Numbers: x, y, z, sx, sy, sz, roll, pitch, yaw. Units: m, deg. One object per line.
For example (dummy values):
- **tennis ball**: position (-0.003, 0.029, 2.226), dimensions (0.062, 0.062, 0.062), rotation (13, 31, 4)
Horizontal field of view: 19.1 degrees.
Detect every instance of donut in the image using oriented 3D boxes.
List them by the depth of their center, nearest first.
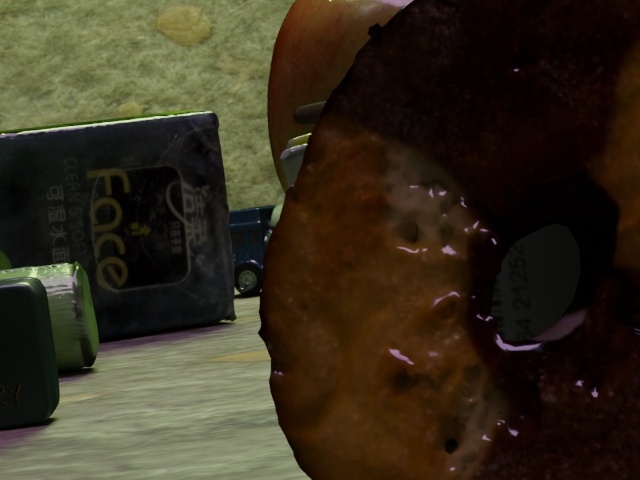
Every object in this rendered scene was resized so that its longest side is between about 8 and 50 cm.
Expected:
- **donut**: position (0.072, 0.007, 0.536), dimensions (0.166, 0.184, 0.073), rotation (17, 0, 22)

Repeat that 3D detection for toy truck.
- **toy truck**: position (0.000, 0.000, 1.763), dimensions (0.202, 0.088, 0.074), rotation (-6, 4, 19)

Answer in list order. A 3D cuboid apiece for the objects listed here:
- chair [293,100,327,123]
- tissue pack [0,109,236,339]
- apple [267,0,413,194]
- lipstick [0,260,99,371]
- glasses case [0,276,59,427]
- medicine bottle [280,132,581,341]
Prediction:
- **chair**: position (0.134, -0.026, 1.119), dimensions (0.188, 0.166, 0.272), rotation (-9, 3, -35)
- **tissue pack**: position (-0.188, -0.005, 1.468), dimensions (0.235, 0.173, 0.073), rotation (-7, 9, -23)
- **apple**: position (0.110, -0.119, 1.585), dimensions (0.319, 0.277, 0.319), rotation (-5, 29, 3)
- **lipstick**: position (-0.300, 0.067, 1.256), dimensions (0.304, 0.076, 0.076), rotation (-7, 3, -3)
- **glasses case**: position (-0.235, 0.068, 1.015), dimensions (0.184, 0.077, 0.039), rotation (-7, 4, 0)
- **medicine bottle**: position (0.103, 0.012, 0.710), dimensions (0.141, 0.137, 0.250), rotation (-5, 4, 26)
